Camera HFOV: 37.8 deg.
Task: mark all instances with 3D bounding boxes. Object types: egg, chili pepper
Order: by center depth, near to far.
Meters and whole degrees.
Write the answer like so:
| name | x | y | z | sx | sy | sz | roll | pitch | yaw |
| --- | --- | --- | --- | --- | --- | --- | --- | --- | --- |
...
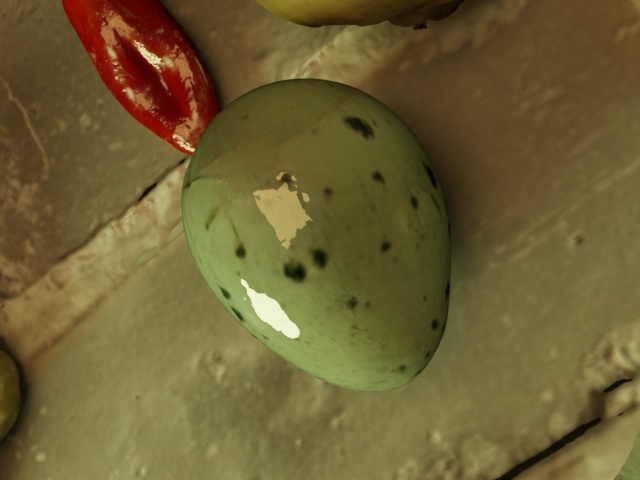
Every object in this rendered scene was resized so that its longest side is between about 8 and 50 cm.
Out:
| name | x | y | z | sx | sy | sz | roll | pitch | yaw |
| --- | --- | --- | --- | --- | --- | --- | --- | --- | --- |
| egg | 0.000 | 0.000 | 0.469 | 0.131 | 0.131 | 0.164 | -21 | 87 | 24 |
| chili pepper | -0.115 | -0.122 | 0.567 | 0.059 | 0.050 | 0.191 | -36 | 82 | 4 |

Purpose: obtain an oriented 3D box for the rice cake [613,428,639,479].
| name | x | y | z | sx | sy | sz | roll | pitch | yaw |
| --- | --- | --- | --- | --- | --- | --- | --- | --- | --- |
| rice cake | 0.188 | 0.052 | 0.430 | 0.042 | 0.030 | 0.180 | 27 | 101 | 29 |

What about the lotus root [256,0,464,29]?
| name | x | y | z | sx | sy | sz | roll | pitch | yaw |
| --- | --- | --- | --- | --- | --- | --- | --- | --- | --- |
| lotus root | -0.005 | -0.267 | 0.443 | 0.169 | 0.151 | 0.343 | -12 | 99 | 24 |

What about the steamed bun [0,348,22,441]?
| name | x | y | z | sx | sy | sz | roll | pitch | yaw |
| --- | --- | --- | --- | --- | --- | --- | --- | --- | --- |
| steamed bun | -0.343 | 0.122 | 0.630 | 0.295 | 0.137 | 0.292 | -38 | 77 | 18 |
